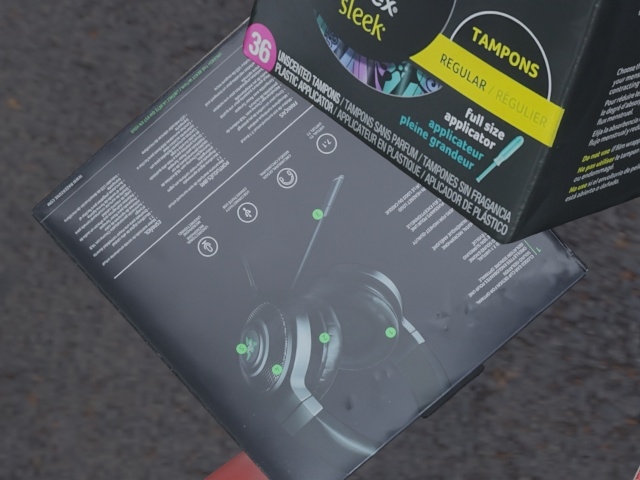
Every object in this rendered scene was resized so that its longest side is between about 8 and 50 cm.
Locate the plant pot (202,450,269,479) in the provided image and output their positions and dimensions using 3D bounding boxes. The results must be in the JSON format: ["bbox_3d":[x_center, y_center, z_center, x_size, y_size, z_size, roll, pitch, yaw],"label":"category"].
[{"bbox_3d":[-0.102,0.355,1.635,0.243,0.275,0.275,-27,69,-8],"label":"plant pot"}]

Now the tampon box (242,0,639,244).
[{"bbox_3d":[0.067,-0.104,0.545,0.120,0.101,0.161,38,128,31],"label":"tampon box"}]

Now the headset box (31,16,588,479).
[{"bbox_3d":[0.000,0.000,1.218,0.246,0.131,0.283,-42,96,4],"label":"headset box"}]

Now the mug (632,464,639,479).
[{"bbox_3d":[0.240,0.169,0.983,0.169,0.150,0.113,24,107,11],"label":"mug"}]
